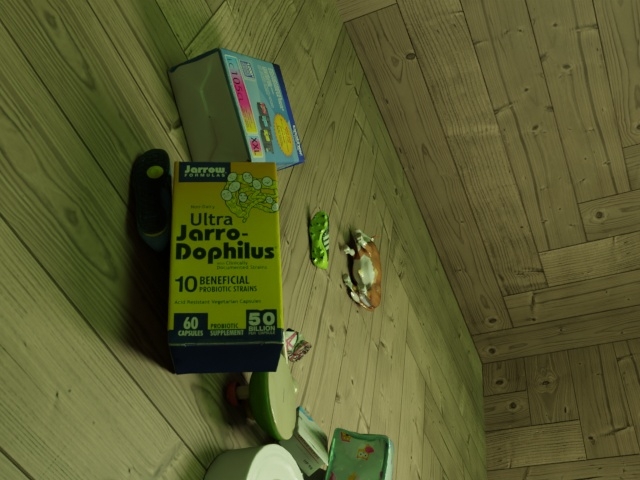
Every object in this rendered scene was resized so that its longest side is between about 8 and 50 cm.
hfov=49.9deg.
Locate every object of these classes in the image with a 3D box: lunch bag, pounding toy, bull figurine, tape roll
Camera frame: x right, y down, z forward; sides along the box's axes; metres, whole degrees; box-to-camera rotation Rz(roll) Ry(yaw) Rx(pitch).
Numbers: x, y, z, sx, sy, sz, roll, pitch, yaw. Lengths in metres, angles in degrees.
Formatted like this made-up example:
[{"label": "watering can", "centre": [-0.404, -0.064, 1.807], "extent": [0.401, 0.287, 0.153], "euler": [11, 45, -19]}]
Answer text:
[{"label": "lunch bag", "centre": [0.089, 0.573, 1.562], "extent": [0.223, 0.160, 0.262], "euler": [67, 29, -68]}, {"label": "pounding toy", "centre": [-0.126, 0.321, 1.465], "extent": [0.237, 0.110, 0.182], "euler": [-71, 148, -69]}, {"label": "bull figurine", "centre": [0.145, 0.080, 2.321], "extent": [0.188, 0.101, 0.310], "euler": [34, 44, -55]}, {"label": "tape roll", "centre": [-0.120, 0.543, 1.328], "extent": [0.286, 0.100, 0.286], "euler": [-15, 90, -70]}]

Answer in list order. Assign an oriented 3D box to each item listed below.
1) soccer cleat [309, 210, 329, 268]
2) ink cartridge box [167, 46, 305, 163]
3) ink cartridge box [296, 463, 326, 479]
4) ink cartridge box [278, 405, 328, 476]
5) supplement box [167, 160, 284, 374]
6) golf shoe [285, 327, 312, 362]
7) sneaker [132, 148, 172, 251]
[{"label": "soccer cleat", "centre": [0.000, 0.000, 2.066], "extent": [0.072, 0.060, 0.178], "euler": [55, 34, -64]}, {"label": "ink cartridge box", "centre": [-0.177, -0.295, 1.667], "extent": [0.395, 0.151, 0.269], "euler": [-23, 98, -71]}, {"label": "ink cartridge box", "centre": [0.005, 0.643, 1.633], "extent": [0.371, 0.069, 0.175], "euler": [49, 33, -54]}, {"label": "ink cartridge box", "centre": [-0.037, 0.450, 1.533], "extent": [0.104, 0.060, 0.180], "euler": [49, 2, -2]}, {"label": "supplement box", "centre": [-0.175, 0.051, 1.279], "extent": [0.195, 0.194, 0.356], "euler": [106, -18, -63]}, {"label": "golf shoe", "centre": [-0.100, 0.258, 1.639], "extent": [0.086, 0.067, 0.186], "euler": [44, 21, 18]}, {"label": "sneaker", "centre": [-0.313, -0.076, 1.302], "extent": [0.082, 0.069, 0.209], "euler": [91, -8, -59]}]
